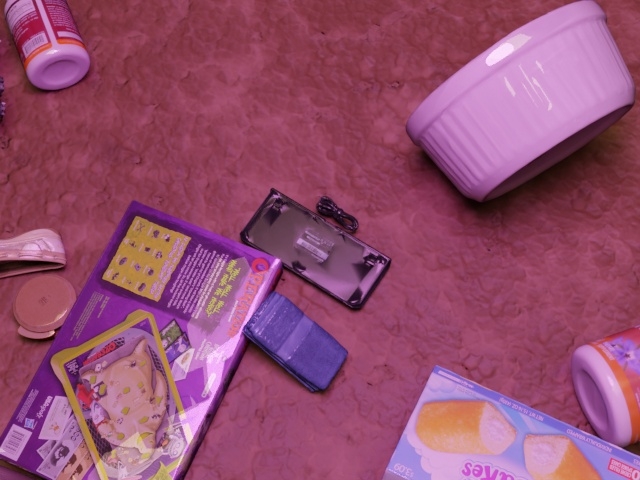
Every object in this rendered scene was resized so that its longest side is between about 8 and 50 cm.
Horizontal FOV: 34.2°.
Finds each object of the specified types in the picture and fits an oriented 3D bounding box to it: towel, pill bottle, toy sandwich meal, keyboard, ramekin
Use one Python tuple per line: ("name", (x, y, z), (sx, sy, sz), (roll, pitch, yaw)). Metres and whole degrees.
("towel", (-0.029, 0.119, 1.224), (0.119, 0.029, 0.067), (40, 67, -5))
("pill bottle", (0.404, 0.143, 1.174), (0.216, 0.121, 0.121), (-19, 68, -7))
("toy sandwich meal", (-0.334, 0.082, 1.267), (0.086, 0.029, 0.085), (-1, 63, 2))
("pill bottle", (-0.369, -0.283, 1.388), (0.086, 0.086, 0.152), (-22, 69, -8))
("keyboard", (0.000, 0.000, 1.296), (0.180, 0.023, 0.108), (31, 75, 12))
("ramekin", (0.246, -0.153, 1.233), (0.273, 0.273, 0.127), (-31, 82, -11))

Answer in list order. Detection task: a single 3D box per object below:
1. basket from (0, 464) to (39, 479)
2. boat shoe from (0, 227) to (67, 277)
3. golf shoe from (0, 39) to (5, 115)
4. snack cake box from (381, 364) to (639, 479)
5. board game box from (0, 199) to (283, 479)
("basket", (-0.272, 0.336, 1.044), (0.227, 0.154, 0.204), (34, 52, -12))
("boat shoe", (-0.390, 0.029, 1.276), (0.153, 0.056, 0.048), (-15, 63, -13))
("golf shoe", (-0.468, -0.238, 1.363), (0.094, 0.077, 0.198), (0, 63, -27))
("snack cake box", (0.209, 0.265, 1.123), (0.264, 0.089, 0.152), (24, 50, 10))
("board game box", (-0.208, 0.139, 1.231), (0.208, 0.056, 0.346), (21, 69, 14))
